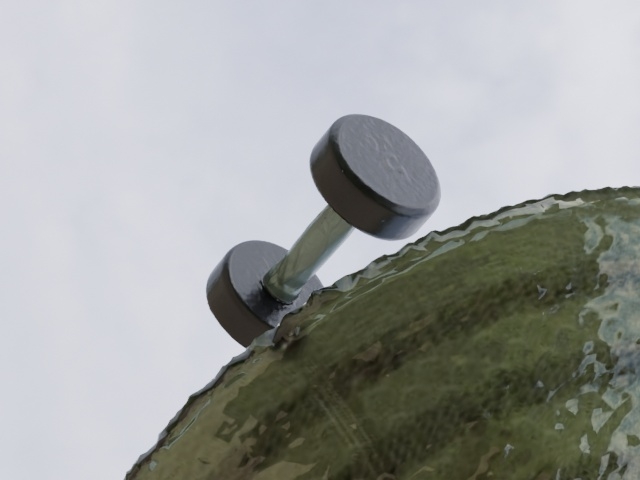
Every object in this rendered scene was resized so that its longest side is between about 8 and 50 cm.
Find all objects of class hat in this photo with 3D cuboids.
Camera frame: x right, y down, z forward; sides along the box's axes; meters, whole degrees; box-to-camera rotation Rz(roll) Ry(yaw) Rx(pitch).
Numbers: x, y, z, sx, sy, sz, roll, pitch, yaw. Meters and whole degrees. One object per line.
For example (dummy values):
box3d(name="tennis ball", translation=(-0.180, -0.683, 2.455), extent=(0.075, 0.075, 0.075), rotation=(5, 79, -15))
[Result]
box3d(name="hat", translation=(0.065, 0.120, 0.421), extent=(0.110, 0.252, 0.252), rotation=(54, -46, 49))

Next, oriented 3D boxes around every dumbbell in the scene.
box3d(name="dumbbell", translation=(0.000, 0.000, 1.310), extent=(0.100, 0.100, 0.191), rotation=(53, -52, 15))
